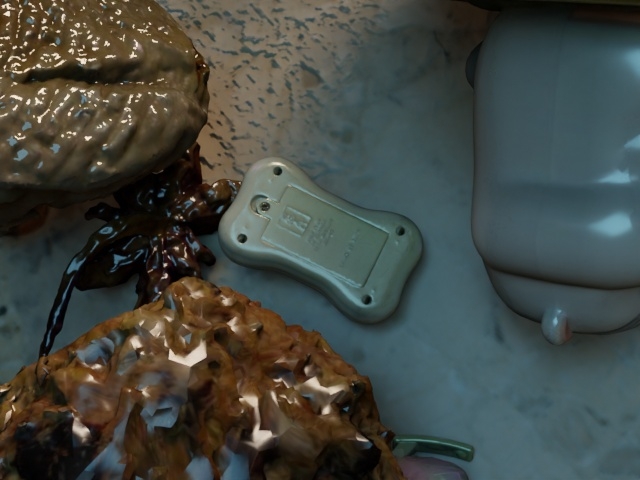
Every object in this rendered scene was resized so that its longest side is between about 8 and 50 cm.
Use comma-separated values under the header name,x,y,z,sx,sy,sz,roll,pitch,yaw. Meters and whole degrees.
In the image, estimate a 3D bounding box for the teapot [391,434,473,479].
name,x,y,z,sx,sy,sz,roll,pitch,yaw
teapot,0.052,0.144,0.704,0.064,0.064,0.083,27,52,22

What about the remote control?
name,x,y,z,sx,sy,sz,roll,pitch,yaw
remote control,0.000,0.000,0.744,0.122,0.032,0.074,27,76,4

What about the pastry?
name,x,y,z,sx,sy,sz,roll,pitch,yaw
pastry,-0.085,0.154,0.629,0.275,0.193,0.274,-2,93,-29

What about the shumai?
name,x,y,z,sx,sy,sz,roll,pitch,yaw
shumai,-0.182,-0.070,0.740,0.206,0.175,0.166,-16,67,-30

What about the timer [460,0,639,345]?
name,x,y,z,sx,sy,sz,roll,pitch,yaw
timer,0.158,-0.101,0.651,0.291,0.291,0.315,4,99,12

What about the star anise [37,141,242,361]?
name,x,y,z,sx,sy,sz,roll,pitch,yaw
star anise,-0.121,0.014,0.751,0.097,0.070,0.190,27,71,5
